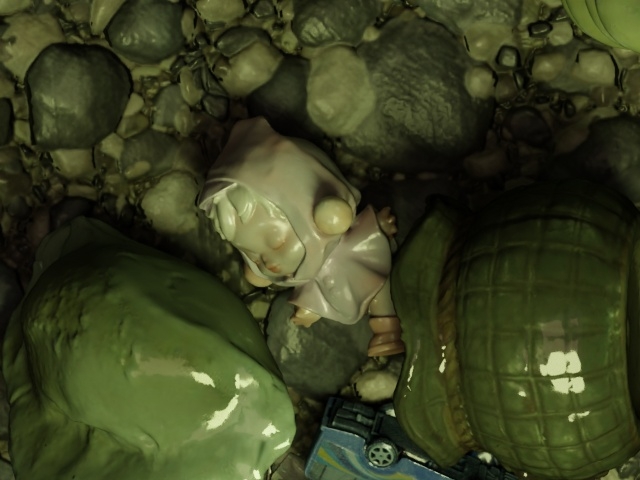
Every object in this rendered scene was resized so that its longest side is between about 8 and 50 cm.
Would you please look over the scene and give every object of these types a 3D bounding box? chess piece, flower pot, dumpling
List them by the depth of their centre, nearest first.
[{"bbox_3d":[0.287,-0.228,1.406,0.144,0.251,0.144,1,104,5],"label":"chess piece"},{"bbox_3d":[0.201,0.088,1.484,0.213,0.302,0.302,0,104,20],"label":"flower pot"},{"bbox_3d":[-0.190,0.104,1.523,0.270,0.320,0.212,-17,110,-13],"label":"dumpling"}]

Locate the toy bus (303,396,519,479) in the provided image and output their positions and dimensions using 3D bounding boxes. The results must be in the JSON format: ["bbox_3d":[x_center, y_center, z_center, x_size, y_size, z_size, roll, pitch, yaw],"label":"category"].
[{"bbox_3d":[0.102,0.243,1.632,0.236,0.079,0.094,25,120,-1],"label":"toy bus"}]

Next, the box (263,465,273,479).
[{"bbox_3d":[-0.144,0.368,1.614,0.145,0.173,0.333,7,100,7],"label":"box"}]

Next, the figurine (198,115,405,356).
[{"bbox_3d":[0.000,-0.001,1.549,0.276,0.200,0.133,44,59,-8],"label":"figurine"}]

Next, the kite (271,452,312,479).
[{"bbox_3d":[-0.054,0.384,1.707,0.169,0.015,0.310,38,103,-6],"label":"kite"}]
